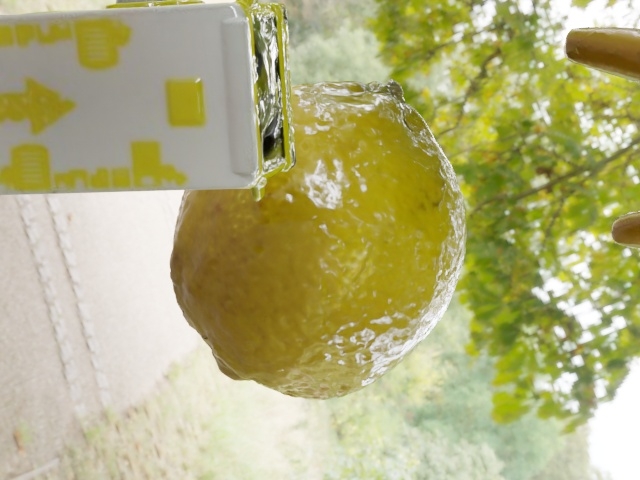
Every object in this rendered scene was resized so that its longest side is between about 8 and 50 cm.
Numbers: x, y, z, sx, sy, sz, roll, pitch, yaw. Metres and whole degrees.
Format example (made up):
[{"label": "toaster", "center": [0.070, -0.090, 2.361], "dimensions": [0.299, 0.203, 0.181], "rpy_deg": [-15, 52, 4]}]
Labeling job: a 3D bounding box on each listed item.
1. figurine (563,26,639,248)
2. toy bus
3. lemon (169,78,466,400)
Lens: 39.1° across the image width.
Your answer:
[{"label": "figurine", "center": [0.380, -0.115, 0.541], "dimensions": [0.268, 0.387, 0.401], "rpy_deg": [58, -13, 9]}, {"label": "toy bus", "center": [-0.125, -0.059, 0.365], "dimensions": [0.074, 0.226, 0.081], "rpy_deg": [-54, 144, -75]}, {"label": "lemon", "center": [0.000, 0.000, 0.602], "dimensions": [0.192, 0.231, 0.192], "rpy_deg": [29, 10, -5]}]
